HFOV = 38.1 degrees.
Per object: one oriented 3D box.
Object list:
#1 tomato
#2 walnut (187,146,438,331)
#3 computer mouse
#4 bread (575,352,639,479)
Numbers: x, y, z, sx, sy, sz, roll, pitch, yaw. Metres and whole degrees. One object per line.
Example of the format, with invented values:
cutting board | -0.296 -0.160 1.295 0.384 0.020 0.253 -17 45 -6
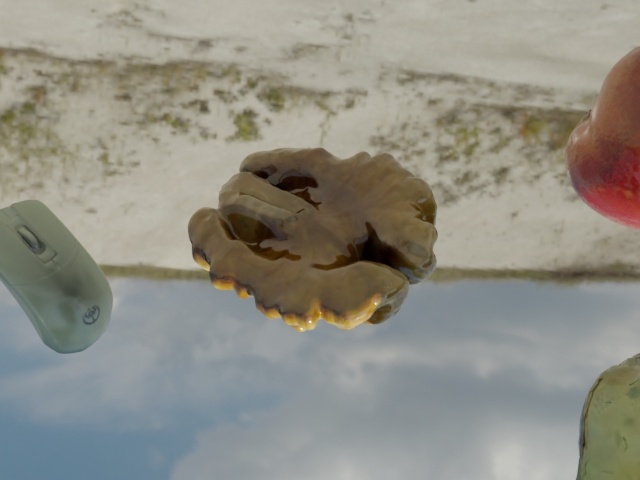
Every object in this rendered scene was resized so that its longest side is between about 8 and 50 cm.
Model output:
tomato | 0.392 -0.098 1.050 0.200 0.233 0.139 22 -144 4
walnut | 0.000 0.000 0.626 0.170 0.069 0.143 25 -120 31
computer mouse | -0.266 0.033 0.920 0.056 0.181 0.089 -6 -146 47
bread | 0.358 0.135 0.521 0.395 0.239 0.264 -20 -166 -37
